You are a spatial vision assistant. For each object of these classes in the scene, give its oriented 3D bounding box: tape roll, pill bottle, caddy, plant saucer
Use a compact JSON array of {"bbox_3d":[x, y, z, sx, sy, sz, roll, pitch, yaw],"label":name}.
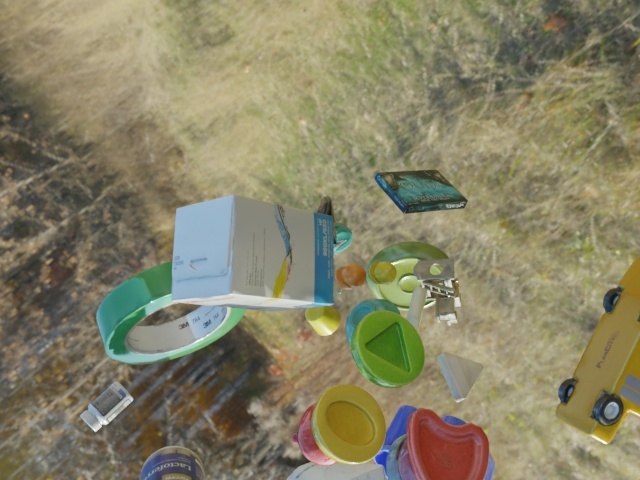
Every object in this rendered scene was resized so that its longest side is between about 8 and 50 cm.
[{"bbox_3d":[-0.321,0.158,1.599,0.321,0.321,0.077,76,168,-63],"label":"tape roll"},{"bbox_3d":[-0.615,0.478,2.100,0.078,0.137,0.078,38,155,21],"label":"pill bottle"},{"bbox_3d":[0.264,0.541,1.708,0.241,0.179,0.341,5,141,35],"label":"caddy"},{"bbox_3d":[0.242,0.108,1.965,0.241,0.241,0.037,57,-159,-31],"label":"plant saucer"},{"bbox_3d":[-0.336,0.593,1.661,0.153,0.153,0.265,53,177,-16],"label":"pill bottle"}]

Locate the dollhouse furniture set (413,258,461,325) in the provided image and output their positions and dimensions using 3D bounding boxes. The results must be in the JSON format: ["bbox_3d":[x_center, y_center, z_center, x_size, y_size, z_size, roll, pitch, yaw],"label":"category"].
[{"bbox_3d":[0.296,0.161,1.846,0.101,0.160,0.182,-4,146,15],"label":"dollhouse furniture set"}]

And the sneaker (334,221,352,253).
[{"bbox_3d":[0.000,0.000,1.897,0.110,0.275,0.107,5,95,38],"label":"sneaker"}]

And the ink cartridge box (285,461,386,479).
[{"bbox_3d":[-0.014,0.494,1.455,0.189,0.232,0.066,-12,83,55],"label":"ink cartridge box"}]

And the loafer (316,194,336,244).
[{"bbox_3d":[0.002,-0.049,1.690,0.170,0.061,0.062,-88,-15,-57],"label":"loafer"}]

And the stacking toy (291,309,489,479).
[{"bbox_3d":[0.120,0.287,1.210,0.309,0.279,0.130,29,142,-12],"label":"stacking toy"}]

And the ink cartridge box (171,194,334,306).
[{"bbox_3d":[-0.117,0.030,1.279,0.233,0.168,0.171,11,165,-44],"label":"ink cartridge box"}]

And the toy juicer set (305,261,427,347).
[{"bbox_3d":[0.131,0.153,1.591,0.329,0.209,0.089,20,162,46],"label":"toy juicer set"}]

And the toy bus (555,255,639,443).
[{"bbox_3d":[0.537,0.188,1.248,0.130,0.332,0.108,28,177,-20],"label":"toy bus"}]

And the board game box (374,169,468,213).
[{"bbox_3d":[0.226,-0.113,1.646,0.126,0.186,0.026,52,134,36],"label":"board game box"}]
